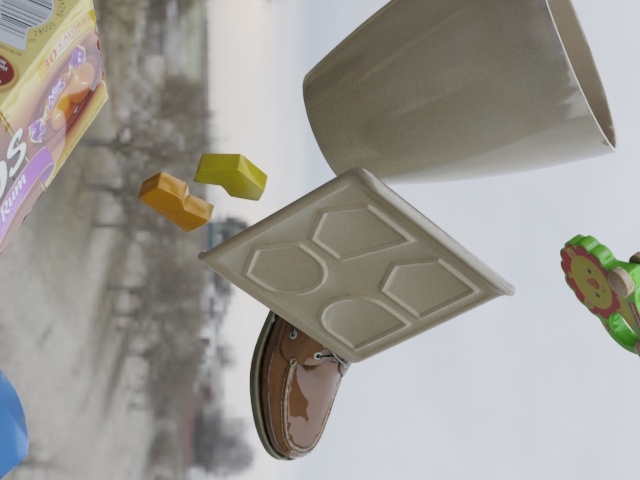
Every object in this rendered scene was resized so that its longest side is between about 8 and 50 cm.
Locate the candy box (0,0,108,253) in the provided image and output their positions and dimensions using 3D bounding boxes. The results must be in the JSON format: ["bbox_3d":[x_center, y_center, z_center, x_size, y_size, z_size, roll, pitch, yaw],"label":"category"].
[{"bbox_3d":[-0.191,-0.053,0.813,0.109,0.053,0.186,94,21,-59],"label":"candy box"}]

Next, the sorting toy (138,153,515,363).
[{"bbox_3d":[0.000,0.000,1.322,0.229,0.307,0.041,-25,-139,38],"label":"sorting toy"}]

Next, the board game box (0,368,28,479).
[{"bbox_3d":[-0.325,0.163,1.244,0.133,0.169,0.033,48,12,0],"label":"board game box"}]

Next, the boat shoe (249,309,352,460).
[{"bbox_3d":[-0.006,0.119,1.770,0.104,0.111,0.307,0,-100,44],"label":"boat shoe"}]

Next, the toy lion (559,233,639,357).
[{"bbox_3d":[0.227,0.043,1.124,0.096,0.034,0.100,12,-50,63],"label":"toy lion"}]

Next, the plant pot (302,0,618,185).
[{"bbox_3d":[0.129,-0.163,1.480,0.256,0.274,0.256,57,21,-37],"label":"plant pot"}]
